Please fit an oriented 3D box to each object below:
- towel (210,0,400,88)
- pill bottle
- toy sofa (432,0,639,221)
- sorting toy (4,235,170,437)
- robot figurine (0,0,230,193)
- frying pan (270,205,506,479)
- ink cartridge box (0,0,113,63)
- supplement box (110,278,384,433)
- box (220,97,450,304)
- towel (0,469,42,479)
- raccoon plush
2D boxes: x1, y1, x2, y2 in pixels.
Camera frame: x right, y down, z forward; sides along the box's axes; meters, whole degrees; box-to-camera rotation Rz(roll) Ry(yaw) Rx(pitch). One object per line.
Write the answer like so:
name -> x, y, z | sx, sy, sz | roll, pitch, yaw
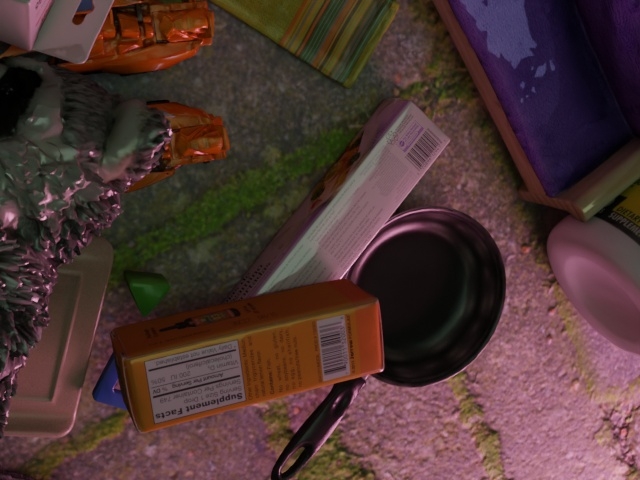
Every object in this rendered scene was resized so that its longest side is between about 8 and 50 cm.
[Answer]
towel -> -0.040, -0.245, 0.848 | 0.237, 0.021, 0.102 | 28, 89, -24
pill bottle -> 0.431, -0.035, 0.988 | 0.334, 0.188, 0.188 | -37, 112, -12
toy sofa -> 0.227, -0.205, 0.879 | 0.150, 0.177, 0.362 | -37, 112, -12
sorting toy -> -0.292, 0.074, 0.785 | 0.348, 0.047, 0.195 | 9, 106, -27
robot figurine -> -0.231, -0.121, 0.761 | 0.291, 0.085, 0.211 | -11, 104, -20
frying pan -> 0.083, 0.119, 0.954 | 0.197, 0.053, 0.326 | 19, 95, -24
ink cartridge box -> -0.258, -0.225, 0.689 | 0.198, 0.067, 0.115 | 19, 65, -8
supplement box -> -0.064, 0.099, 0.807 | 0.234, 0.078, 0.080 | -9, 106, -19
box -> 0.000, 0.000, 0.890 | 0.067, 0.063, 0.324 | 40, 85, -22
towel -> -0.322, 0.320, 0.799 | 0.284, 0.121, 0.235 | 26, 92, -26
raccoon plush -> -0.244, 0.075, 0.672 | 0.299, 0.216, 0.446 | -28, 134, -33
